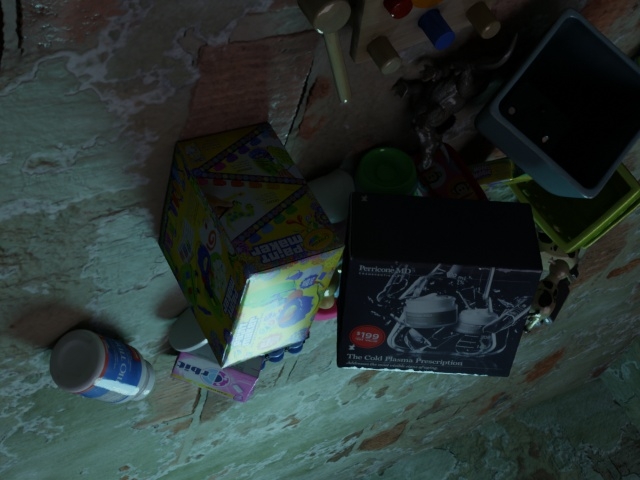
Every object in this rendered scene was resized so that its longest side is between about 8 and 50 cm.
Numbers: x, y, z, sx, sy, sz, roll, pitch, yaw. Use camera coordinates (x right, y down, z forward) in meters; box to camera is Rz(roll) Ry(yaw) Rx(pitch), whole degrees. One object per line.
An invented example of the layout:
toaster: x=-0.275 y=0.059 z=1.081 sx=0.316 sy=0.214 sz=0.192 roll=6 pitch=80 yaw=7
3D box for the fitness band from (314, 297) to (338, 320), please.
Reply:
fitness band: x=0.085 y=0.105 z=2.269 sx=0.290 sy=0.054 sz=0.209 roll=-12 pitch=148 yaw=-30

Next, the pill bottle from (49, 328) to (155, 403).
pill bottle: x=-0.426 y=0.258 z=1.925 sx=0.124 sy=0.124 sz=0.221 roll=-35 pitch=154 yaw=8

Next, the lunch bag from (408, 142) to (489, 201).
lunch bag: x=0.257 y=-0.030 z=1.988 sx=0.120 sy=0.258 sz=0.293 roll=-23 pitch=153 yaw=-15

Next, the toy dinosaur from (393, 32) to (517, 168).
toy dinosaur: x=0.237 y=-0.276 z=1.748 sx=0.160 sy=0.121 sz=0.313 roll=-12 pitch=145 yaw=-56

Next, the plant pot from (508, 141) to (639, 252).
plant pot: x=0.613 y=-0.117 z=2.258 sx=0.228 sy=0.227 sz=0.207 roll=-44 pitch=157 yaw=20

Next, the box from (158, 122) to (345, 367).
box: x=-0.130 y=0.011 z=1.639 sx=0.177 sy=0.279 sz=0.290 roll=-16 pitch=150 yaw=-27

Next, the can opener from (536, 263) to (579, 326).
can opener: x=0.672 y=0.138 z=2.788 sx=0.074 sy=0.093 sz=0.280 roll=-17 pitch=-154 yaw=43

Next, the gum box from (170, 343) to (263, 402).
gum box: x=-0.223 y=0.281 z=2.127 sx=0.188 sy=0.062 sz=0.107 roll=21 pitch=135 yaw=-7

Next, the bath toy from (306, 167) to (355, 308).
bath toy: x=0.000 y=0.000 z=1.928 sx=0.129 sy=0.151 sz=0.348 roll=-3 pitch=144 yaw=-5

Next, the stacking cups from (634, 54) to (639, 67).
stacking cups: x=0.693 y=-0.350 z=2.090 sx=0.096 sy=0.096 sz=0.316 roll=-9 pitch=149 yaw=-36

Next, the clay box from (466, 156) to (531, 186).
clay box: x=0.380 y=-0.143 z=2.031 sx=0.127 sy=0.053 sz=0.222 roll=-7 pitch=177 yaw=-40

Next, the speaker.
speaker: x=0.123 y=-0.053 z=1.946 sx=0.131 sy=0.131 sz=0.297 roll=-22 pitch=148 yaw=-17

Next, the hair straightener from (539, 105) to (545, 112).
hair straightener: x=0.525 y=-0.321 z=2.004 sx=0.230 sy=0.047 sz=0.089 roll=-17 pitch=150 yaw=-27

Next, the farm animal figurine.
farm animal figurine: x=0.500 y=0.039 z=2.279 sx=0.326 sy=0.330 sz=0.172 roll=-4 pitch=139 yaw=-40

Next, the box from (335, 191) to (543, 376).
box: x=0.208 y=0.089 z=1.820 sx=0.343 sy=0.179 sz=0.313 roll=3 pitch=134 yaw=-1

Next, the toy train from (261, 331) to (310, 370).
toy train: x=-0.118 y=0.226 z=2.206 sx=0.184 sy=0.105 sz=0.080 roll=-25 pitch=161 yaw=-11

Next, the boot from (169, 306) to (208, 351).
boot: x=-0.188 y=0.159 z=2.030 sx=0.258 sy=0.095 sz=0.123 roll=-37 pitch=146 yaw=8

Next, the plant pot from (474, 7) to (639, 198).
plant pot: x=0.432 y=-0.234 z=1.801 sx=0.248 sy=0.247 sz=0.252 roll=-51 pitch=-174 yaw=-9

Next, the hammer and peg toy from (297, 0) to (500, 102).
hammer and peg toy: x=0.119 y=-0.366 z=1.426 sx=0.361 sy=0.127 sz=0.266 roll=-23 pitch=154 yaw=-16
